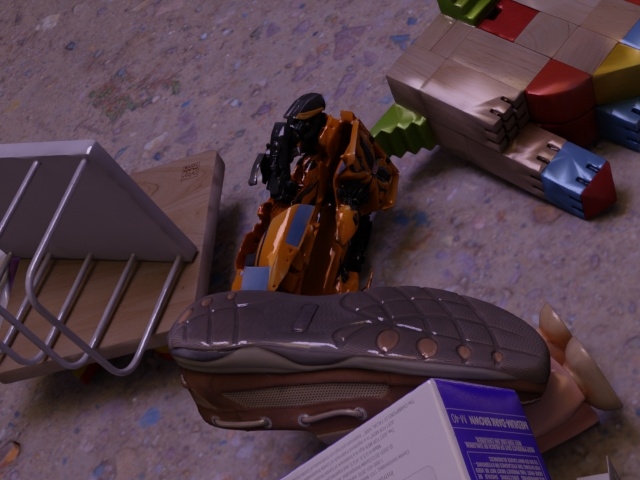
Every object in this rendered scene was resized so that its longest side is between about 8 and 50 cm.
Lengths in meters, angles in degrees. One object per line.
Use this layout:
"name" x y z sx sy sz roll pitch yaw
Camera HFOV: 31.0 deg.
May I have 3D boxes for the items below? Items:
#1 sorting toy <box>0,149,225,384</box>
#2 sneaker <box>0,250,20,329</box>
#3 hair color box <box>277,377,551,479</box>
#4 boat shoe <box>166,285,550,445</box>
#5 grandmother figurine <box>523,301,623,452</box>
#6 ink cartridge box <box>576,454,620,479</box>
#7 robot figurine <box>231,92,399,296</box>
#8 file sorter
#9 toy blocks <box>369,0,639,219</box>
"sorting toy" -0.224 0.046 1.325 0.257 0.089 0.255 -15 46 20
"sneaker" -0.433 0.021 1.460 0.152 0.114 0.305 -25 43 9
"hair color box" 0.098 0.287 0.785 0.185 0.110 0.339 -39 53 33
"boat shoe" 0.032 0.112 0.971 0.324 0.116 0.123 2 26 20
"grandmother figurine" 0.089 0.198 0.994 0.342 0.104 0.208 -34 20 5
"ink cartridge box" 0.225 0.220 0.917 0.028 0.048 0.083 -14 45 21
"robot figurine" 0.000 0.000 1.154 0.085 0.211 0.291 5 65 32
"file sorter" -0.315 0.023 1.198 0.277 0.193 0.173 1 57 32
"toy blocks" 0.263 -0.196 1.202 0.261 0.191 0.381 31 73 33
